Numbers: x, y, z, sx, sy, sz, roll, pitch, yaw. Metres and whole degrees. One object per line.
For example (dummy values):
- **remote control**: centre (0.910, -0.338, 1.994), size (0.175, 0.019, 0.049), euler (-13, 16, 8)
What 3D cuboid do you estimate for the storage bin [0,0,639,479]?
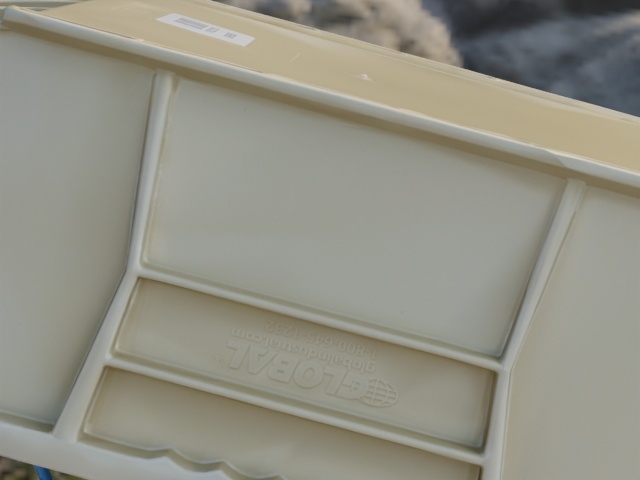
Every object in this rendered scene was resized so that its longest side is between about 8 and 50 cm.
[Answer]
- **storage bin**: centre (0.000, 0.000, 0.620), size (0.260, 0.123, 0.262), euler (15, 10, 1)

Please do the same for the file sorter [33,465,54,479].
- **file sorter**: centre (-0.146, 0.081, 0.631), size (0.104, 0.118, 0.170), euler (62, 17, 18)
